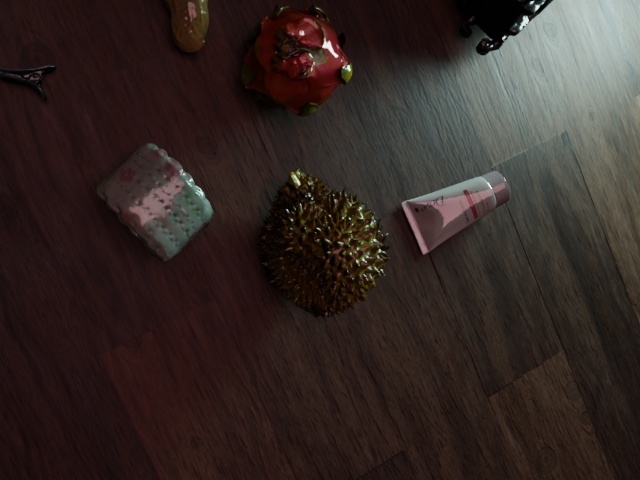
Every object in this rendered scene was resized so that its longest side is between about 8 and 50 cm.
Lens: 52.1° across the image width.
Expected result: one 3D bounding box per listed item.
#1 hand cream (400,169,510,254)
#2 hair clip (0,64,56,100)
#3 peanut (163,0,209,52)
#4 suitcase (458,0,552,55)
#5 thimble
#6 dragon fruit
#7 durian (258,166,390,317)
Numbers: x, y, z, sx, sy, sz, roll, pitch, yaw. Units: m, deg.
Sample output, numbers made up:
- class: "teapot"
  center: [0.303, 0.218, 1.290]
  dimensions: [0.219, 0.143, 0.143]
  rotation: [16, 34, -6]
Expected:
- class: "hand cream"
  center: [0.317, -0.081, 1.532]
  dimensions: [0.247, 0.083, 0.133]
  rotation: [-28, 95, -9]
- class: "hair clip"
  center: [-0.619, -0.329, 1.217]
  dimensions: [0.229, 0.039, 0.070]
  rotation: [16, 84, -17]
- class: "peanut"
  center: [-0.272, -0.478, 1.324]
  dimensions: [0.093, 0.083, 0.194]
  rotation: [-1, 89, -19]
- class: "suitcase"
  center: [0.508, -0.653, 1.516]
  dimensions: [0.434, 0.283, 0.194]
  rotation: [-41, 84, -15]
- class: "thimble"
  center: [-0.308, -0.066, 1.250]
  dimensions: [0.149, 0.185, 0.211]
  rotation: [-45, 136, -14]
- class: "dragon fruit"
  center: [-0.052, -0.370, 1.332]
  dimensions: [0.223, 0.227, 0.224]
  rotation: [4, 78, -20]
- class: "durian"
  center: [0.000, 0.006, 1.323]
  dimensions: [0.258, 0.258, 0.293]
  rotation: [-39, 72, -17]
